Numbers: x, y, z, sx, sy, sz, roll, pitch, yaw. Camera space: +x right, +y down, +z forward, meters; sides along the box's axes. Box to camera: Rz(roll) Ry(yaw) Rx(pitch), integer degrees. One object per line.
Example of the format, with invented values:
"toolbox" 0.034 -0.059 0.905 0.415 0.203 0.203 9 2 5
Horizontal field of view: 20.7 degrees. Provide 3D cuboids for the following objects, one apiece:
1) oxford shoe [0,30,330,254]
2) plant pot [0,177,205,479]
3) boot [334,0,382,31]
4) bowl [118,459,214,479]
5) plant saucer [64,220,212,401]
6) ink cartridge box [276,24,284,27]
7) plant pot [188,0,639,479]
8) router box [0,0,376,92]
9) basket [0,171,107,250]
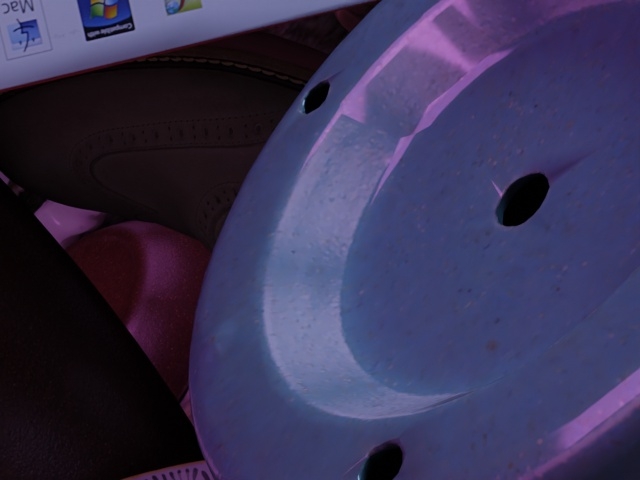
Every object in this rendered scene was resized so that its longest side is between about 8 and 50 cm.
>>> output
"oxford shoe" 0.000 0.000 0.680 0.348 0.123 0.130 11 77 29
"plant pot" -0.157 0.085 0.778 0.215 0.230 0.215 -33 35 27
"boot" 0.103 -0.228 0.916 0.248 0.090 0.207 -23 42 44
"bowl" -0.027 0.144 0.665 0.170 0.080 0.170 -6 10 1
"plant saucer" -0.136 0.061 0.971 0.198 0.036 0.198 -34 35 27
"ink cartridge box" -0.069 -0.224 0.937 0.127 0.176 0.128 -58 17 25
"plant pot" 0.118 0.048 0.434 0.272 0.255 0.271 -33 34 26
"router box" -0.043 -0.129 0.653 0.335 0.082 0.301 -17 13 -21
"basket" -0.285 -0.137 1.034 0.328 0.331 0.266 -44 40 26
